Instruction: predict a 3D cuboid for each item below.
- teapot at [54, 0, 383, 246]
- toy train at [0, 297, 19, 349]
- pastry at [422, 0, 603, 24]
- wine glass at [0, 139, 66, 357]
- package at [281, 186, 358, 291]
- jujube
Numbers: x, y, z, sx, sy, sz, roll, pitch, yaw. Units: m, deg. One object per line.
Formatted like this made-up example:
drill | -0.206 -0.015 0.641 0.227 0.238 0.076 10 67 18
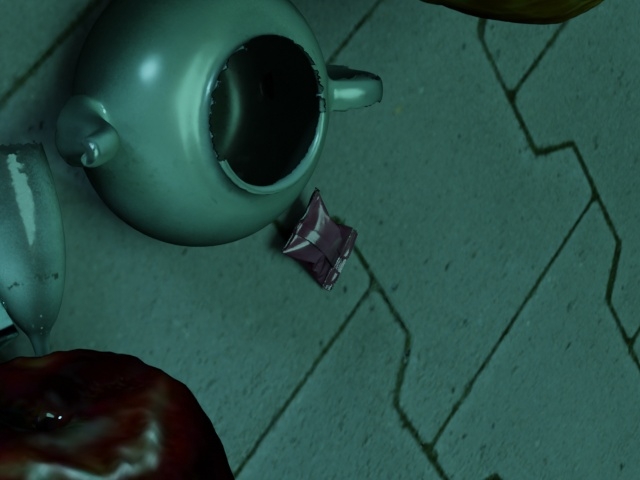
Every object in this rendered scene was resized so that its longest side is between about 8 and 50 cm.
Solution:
teapot | -0.072 -0.090 0.904 0.294 0.129 0.193 -17 110 -43
toy train | -0.354 0.103 0.678 0.407 0.086 0.088 -27 87 -40
pastry | 0.110 -0.309 0.882 0.388 0.389 0.312 16 89 -46
wine glass | -0.188 0.034 0.862 0.066 0.066 0.198 -22 110 -41
package | 0.000 0.000 1.069 0.059 0.029 0.083 -62 142 -13
jujube | -0.183 0.245 0.766 0.258 0.258 0.376 16 92 -46
